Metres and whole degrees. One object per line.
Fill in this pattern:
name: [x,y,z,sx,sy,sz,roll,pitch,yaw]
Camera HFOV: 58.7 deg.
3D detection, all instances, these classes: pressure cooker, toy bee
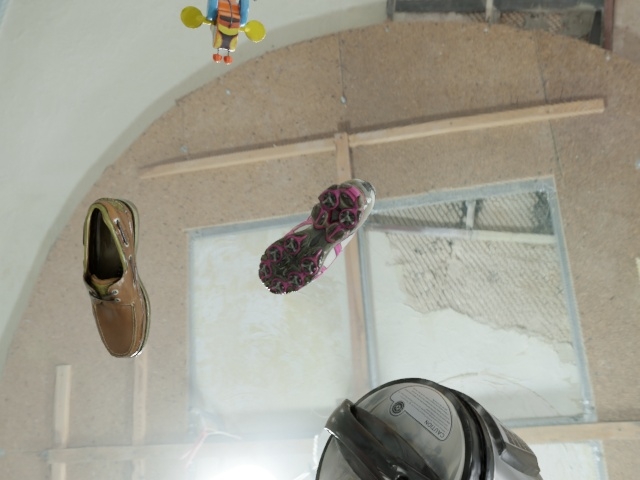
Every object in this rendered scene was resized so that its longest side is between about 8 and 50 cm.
pressure cooker: [0.196,0.471,1.061,0.369,0.420,0.376,-26,-147,33]
toy bee: [-0.239,-0.511,1.357,0.195,0.298,0.162,13,-72,1]

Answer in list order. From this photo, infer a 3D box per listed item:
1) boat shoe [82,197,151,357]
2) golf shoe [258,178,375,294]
boat shoe: [-0.388,0.076,1.042,0.110,0.104,0.308,-5,-84,5]
golf shoe: [0.000,0.000,0.687,0.186,0.086,0.067,-43,-98,28]
